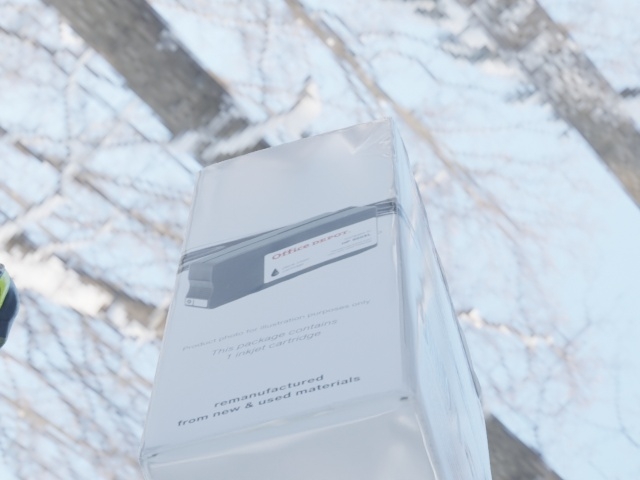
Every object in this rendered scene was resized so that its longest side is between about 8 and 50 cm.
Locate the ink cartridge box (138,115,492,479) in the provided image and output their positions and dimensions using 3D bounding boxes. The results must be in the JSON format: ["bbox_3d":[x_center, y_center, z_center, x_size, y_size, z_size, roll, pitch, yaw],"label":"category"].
[{"bbox_3d":[0.017,0.131,1.102,0.166,0.285,0.395,-14,-155,8],"label":"ink cartridge box"}]

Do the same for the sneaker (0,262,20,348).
[{"bbox_3d":[-0.241,0.136,0.922,0.111,0.121,0.300,-1,-132,25],"label":"sneaker"}]
